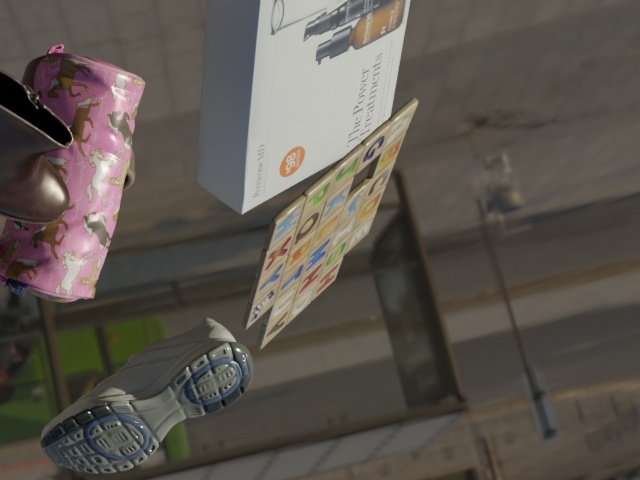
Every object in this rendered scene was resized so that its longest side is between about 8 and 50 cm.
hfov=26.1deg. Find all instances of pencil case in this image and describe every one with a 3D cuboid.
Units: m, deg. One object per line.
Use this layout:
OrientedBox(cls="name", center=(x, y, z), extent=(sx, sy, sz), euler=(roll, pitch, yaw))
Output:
OrientedBox(cls="pencil case", center=(-0.392, -0.099, 2.131), extent=(0.160, 0.386, 0.167), euler=(14, 180, 44))

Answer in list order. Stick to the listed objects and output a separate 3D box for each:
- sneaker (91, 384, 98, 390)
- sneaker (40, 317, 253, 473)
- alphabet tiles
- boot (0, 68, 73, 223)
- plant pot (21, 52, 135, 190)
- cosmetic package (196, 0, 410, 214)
OrientedBox(cls="sneaker", center=(-0.309, 0.247, 2.051), extent=(0.051, 0.089, 0.170), euler=(-52, -176, -41))
OrientedBox(cls="sneaker", center=(-0.233, 0.205, 1.826), extent=(0.297, 0.111, 0.129), euler=(-26, -149, -7))
OrientedBox(cls="alphabet tiles", center=(0.000, 0.000, 1.235), extent=(0.198, 0.009, 0.237), euler=(-43, 162, -34))
OrientedBox(cls="boot", center=(-0.322, -0.093, 1.459), extent=(0.207, 0.090, 0.248), euler=(4, 150, 48))
OrientedBox(cls="plant pot", center=(-0.480, -0.218, 2.588), extent=(0.263, 0.229, 0.263), euler=(-3, 163, -1))
OrientedBox(cls="cosmetic package", center=(-0.014, -0.250, 1.702), extent=(0.284, 0.097, 0.377), euler=(-30, 143, -35))
